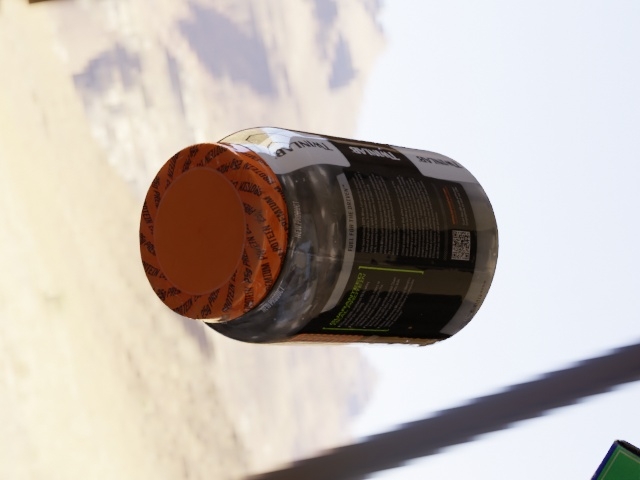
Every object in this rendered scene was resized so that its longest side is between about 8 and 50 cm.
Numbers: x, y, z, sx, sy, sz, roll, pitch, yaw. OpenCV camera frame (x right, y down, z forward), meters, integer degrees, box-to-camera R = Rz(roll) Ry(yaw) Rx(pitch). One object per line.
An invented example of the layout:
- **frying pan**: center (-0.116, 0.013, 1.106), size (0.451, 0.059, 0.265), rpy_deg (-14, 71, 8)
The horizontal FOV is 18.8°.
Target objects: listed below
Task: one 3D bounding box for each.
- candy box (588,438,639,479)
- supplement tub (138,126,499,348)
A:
- **candy box**: center (0.163, 0.309, 1.299), size (0.317, 0.122, 0.268), rpy_deg (-59, 167, -9)
- **supplement tub**: center (0.000, 0.000, 1.051), size (0.190, 0.117, 0.117), rpy_deg (6, 68, -50)
